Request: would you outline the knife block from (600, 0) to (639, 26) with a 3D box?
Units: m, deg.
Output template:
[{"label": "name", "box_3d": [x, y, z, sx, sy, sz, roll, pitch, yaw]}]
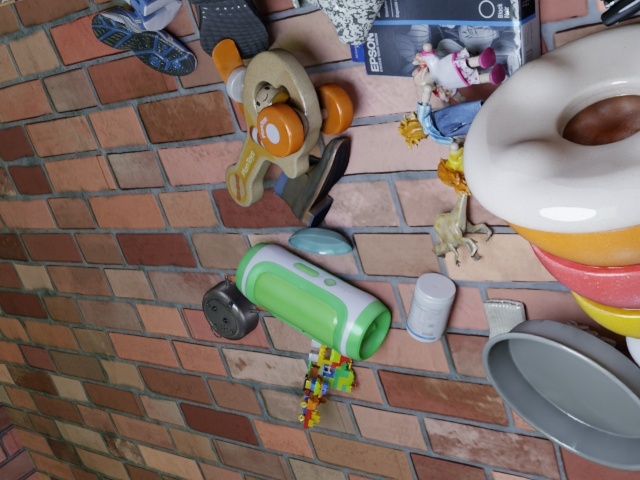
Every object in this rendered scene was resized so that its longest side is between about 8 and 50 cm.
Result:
[{"label": "knife block", "box_3d": [0.424, -0.328, 0.927, 0.276, 0.088, 0.242, 25, 132, 29]}]

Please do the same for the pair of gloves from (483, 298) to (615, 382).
[{"label": "pair of gloves", "box_3d": [0.369, 0.206, 1.372, 0.240, 0.042, 0.204, 15, 126, 37]}]

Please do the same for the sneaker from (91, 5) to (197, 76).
[{"label": "sneaker", "box_3d": [-0.323, -0.385, 1.597, 0.211, 0.081, 0.080, 30, 135, 1]}]

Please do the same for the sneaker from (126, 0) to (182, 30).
[{"label": "sneaker", "box_3d": [-0.325, -0.532, 1.448, 0.182, 0.127, 0.315, 35, 137, 12]}]

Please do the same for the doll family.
[{"label": "doll family", "box_3d": [0.199, -0.147, 1.182, 0.163, 0.118, 0.263, -2, 138, 48]}]

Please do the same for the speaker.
[{"label": "speaker", "box_3d": [-0.017, 0.113, 1.605, 0.296, 0.131, 0.131, 28, 132, 27]}]

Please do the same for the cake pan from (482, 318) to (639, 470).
[{"label": "cake pan", "box_3d": [0.379, 0.225, 1.255, 0.293, 0.054, 0.293, 34, 154, 19]}]

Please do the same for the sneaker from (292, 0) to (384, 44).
[{"label": "sneaker", "box_3d": [-0.041, -0.424, 1.202, 0.410, 0.158, 0.182, 53, 145, 29]}]

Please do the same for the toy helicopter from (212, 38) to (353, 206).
[{"label": "toy helicopter", "box_3d": [-0.107, -0.187, 1.438, 0.235, 0.140, 0.355, 51, 145, 14]}]

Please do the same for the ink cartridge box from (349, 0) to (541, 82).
[{"label": "ink cartridge box", "box_3d": [0.149, -0.317, 1.210, 0.333, 0.065, 0.165, 12, 124, 39]}]

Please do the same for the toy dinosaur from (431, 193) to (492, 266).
[{"label": "toy dinosaur", "box_3d": [0.222, -0.018, 1.349, 0.093, 0.053, 0.183, 36, 136, 22]}]

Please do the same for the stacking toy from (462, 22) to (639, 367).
[{"label": "stacking toy", "box_3d": [0.413, 0.001, 1.067, 0.351, 0.350, 0.480, 6, 139, 41]}]

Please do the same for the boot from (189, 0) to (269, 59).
[{"label": "boot", "box_3d": [-0.158, -0.451, 1.357, 0.338, 0.118, 0.222, 79, -175, -73]}]

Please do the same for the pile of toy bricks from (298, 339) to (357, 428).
[{"label": "pile of toy bricks", "box_3d": [0.025, 0.278, 1.713, 0.105, 0.118, 0.212, 12, 111, 4]}]

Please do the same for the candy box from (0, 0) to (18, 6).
[{"label": "candy box", "box_3d": [-0.651, -0.570, 1.749, 0.053, 0.109, 0.186, 47, 138, 8]}]

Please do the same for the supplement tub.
[{"label": "supplement tub", "box_3d": [0.190, 0.117, 1.456, 0.071, 0.071, 0.107, 30, 132, 25]}]

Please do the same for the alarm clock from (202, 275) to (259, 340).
[{"label": "alarm clock", "box_3d": [-0.210, 0.168, 1.873, 0.129, 0.064, 0.192, 46, 141, 9]}]

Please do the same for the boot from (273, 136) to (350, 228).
[{"label": "boot", "box_3d": [-0.023, -0.119, 1.488, 0.106, 0.082, 0.219, 38, 138, 14]}]

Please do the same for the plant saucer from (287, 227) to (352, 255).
[{"label": "plant saucer", "box_3d": [0.000, 0.000, 1.548, 0.119, 0.119, 0.021, -9, 67, 46]}]
